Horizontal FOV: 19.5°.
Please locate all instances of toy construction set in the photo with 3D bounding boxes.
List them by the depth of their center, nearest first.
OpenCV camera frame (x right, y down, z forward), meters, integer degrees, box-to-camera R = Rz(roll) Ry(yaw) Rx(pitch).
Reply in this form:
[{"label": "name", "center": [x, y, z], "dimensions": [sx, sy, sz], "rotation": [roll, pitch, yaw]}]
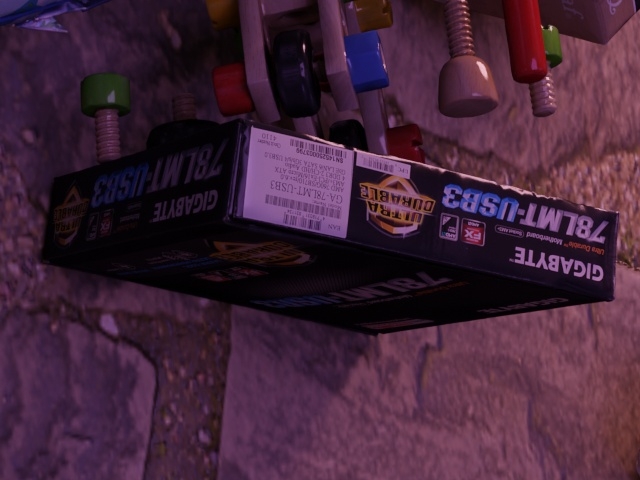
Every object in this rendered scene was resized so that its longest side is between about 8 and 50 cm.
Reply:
[{"label": "toy construction set", "center": [0.021, -0.180, 1.321], "dimensions": [0.257, 0.309, 0.237], "rotation": [16, 64, -52]}]

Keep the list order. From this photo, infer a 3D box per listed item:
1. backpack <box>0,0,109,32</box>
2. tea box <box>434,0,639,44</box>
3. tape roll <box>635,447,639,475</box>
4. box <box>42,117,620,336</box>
[{"label": "backpack", "center": [-0.232, -0.258, 1.161], "dimensions": [0.355, 0.273, 0.290], "rotation": [-15, 124, -19]}, {"label": "tea box", "center": [0.191, -0.386, 1.411], "dimensions": [0.323, 0.220, 0.329], "rotation": [-45, 135, -28]}, {"label": "tape roll", "center": [0.402, 0.202, 1.500], "dimensions": [0.286, 0.286, 0.100], "rotation": [46, 64, -18]}, {"label": "box", "center": [0.000, 0.000, 1.278], "dimensions": [0.293, 0.295, 0.073], "rotation": [15, 77, -29]}]
